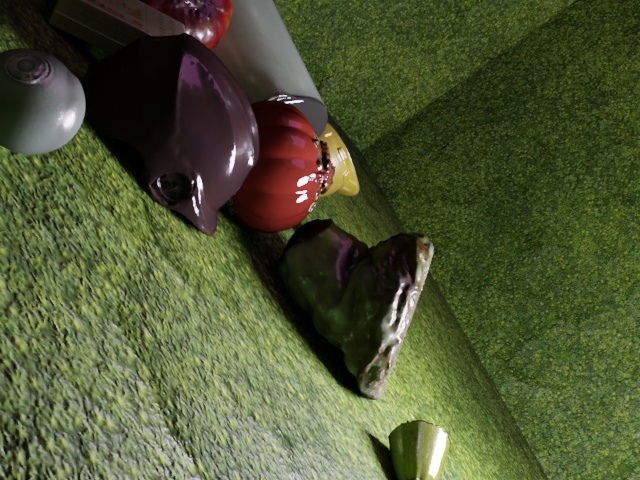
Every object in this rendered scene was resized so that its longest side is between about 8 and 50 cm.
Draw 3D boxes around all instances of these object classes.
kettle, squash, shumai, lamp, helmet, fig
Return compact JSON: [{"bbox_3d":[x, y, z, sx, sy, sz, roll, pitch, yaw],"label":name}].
[{"bbox_3d":[-0.160,-0.326,1.602,0.361,0.250,0.376,98,-32,-63],"label":"kettle"},{"bbox_3d":[0.151,0.369,1.205,0.105,0.105,0.132,51,31,-23],"label":"squash"},{"bbox_3d":[0.039,0.097,1.348,0.264,0.303,0.309,22,10,8],"label":"shumai"},{"bbox_3d":[-0.287,-0.137,0.748,0.105,0.105,0.105,52,12,-16],"label":"lamp"},{"bbox_3d":[-0.079,-0.123,1.287,0.227,0.227,0.227,52,12,-16],"label":"lamp"},{"bbox_3d":[-0.183,-0.169,1.097,0.305,0.177,0.225,48,11,-26],"label":"helmet"},{"bbox_3d":[-0.031,-0.183,1.855,0.205,0.140,0.256,15,-43,56],"label":"helmet"},{"bbox_3d":[-0.283,-0.441,1.374,0.224,0.224,0.263,42,13,-50],"label":"fig"}]

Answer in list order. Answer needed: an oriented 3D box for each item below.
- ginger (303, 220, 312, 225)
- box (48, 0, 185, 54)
[{"bbox_3d":[-0.002,-0.003,1.698,0.173,0.051,0.069,31,21,-54],"label":"ginger"},{"bbox_3d":[-0.307,-0.334,1.171,0.201,0.058,0.141,23,27,-28],"label":"box"}]
